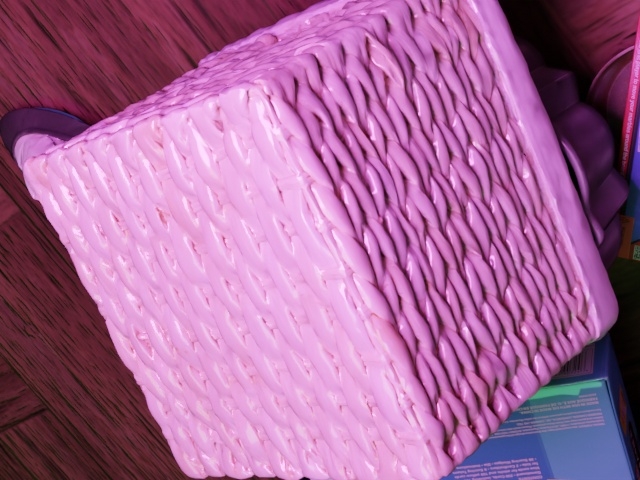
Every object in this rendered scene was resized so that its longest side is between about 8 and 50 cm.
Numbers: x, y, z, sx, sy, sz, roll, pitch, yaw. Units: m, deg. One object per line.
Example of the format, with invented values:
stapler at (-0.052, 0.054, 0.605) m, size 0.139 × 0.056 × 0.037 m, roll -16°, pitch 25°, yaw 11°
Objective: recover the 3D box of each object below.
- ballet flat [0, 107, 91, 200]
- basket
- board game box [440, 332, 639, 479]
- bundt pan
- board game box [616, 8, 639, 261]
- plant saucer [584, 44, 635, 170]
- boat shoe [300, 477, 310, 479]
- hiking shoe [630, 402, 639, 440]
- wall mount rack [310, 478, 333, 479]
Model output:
ballet flat at (-0.265, -0.083, 1.345) m, size 0.281 × 0.096 × 0.095 m, roll 14°, pitch 129°, yaw 21°
basket at (0.000, 0.000, 0.957) m, size 0.328 × 0.266 × 0.331 m, roll -11°, pitch 110°, yaw 47°
board game box at (0.196, 0.265, 1.178) m, size 0.254 × 0.079 × 0.336 m, roll -11°, pitch 116°, yaw 21°
bundt pan at (0.135, -0.050, 1.088) m, size 0.331 × 0.124 × 0.330 m, roll 25°, pitch 131°, yaw 32°
board game box at (0.327, -0.090, 1.002) m, size 0.145 × 0.027 × 0.281 m, roll 14°, pitch 129°, yaw 20°
plant saucer at (0.314, -0.103, 1.038) m, size 0.169 × 0.029 × 0.168 m, roll 16°, pitch 130°, yaw 20°
boat shoe at (0.079, 0.428, 1.520) m, size 0.340 × 0.127 × 0.158 m, roll 40°, pitch 140°, yaw 9°
hiking shoe at (0.319, 0.280, 1.289) m, size 0.132 × 0.113 × 0.304 m, roll 18°, pitch 131°, yaw -22°
wall mount rack at (0.055, 0.227, 1.306) m, size 0.304 × 0.130 × 0.350 m, roll -21°, pitch 113°, yaw 20°
